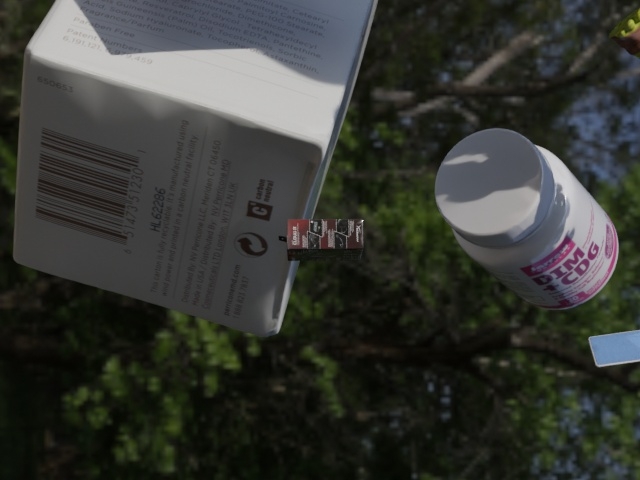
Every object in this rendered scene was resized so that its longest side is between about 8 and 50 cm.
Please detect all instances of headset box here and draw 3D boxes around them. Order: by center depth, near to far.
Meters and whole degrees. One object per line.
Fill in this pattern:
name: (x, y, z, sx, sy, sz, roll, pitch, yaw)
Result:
headset box: (0.000, 0.000, 1.288, 0.062, 0.083, 0.032, 91, 0, -78)

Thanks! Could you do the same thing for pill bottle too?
pill bottle: (0.256, -0.024, 1.600, 0.283, 0.160, 0.160, 33, 47, -56)

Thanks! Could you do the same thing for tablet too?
tablet: (0.431, 0.155, 1.858, 0.006, 0.083, 0.054, 81, 1, -48)

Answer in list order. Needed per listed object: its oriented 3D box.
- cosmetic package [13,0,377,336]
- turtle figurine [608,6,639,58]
cosmetic package: (-0.136, -0.167, 1.521, 0.329, 0.327, 0.394, 106, 0, -46)
turtle figurine: (0.417, -0.175, 1.319, 0.217, 0.269, 0.087, 49, 18, -1)
